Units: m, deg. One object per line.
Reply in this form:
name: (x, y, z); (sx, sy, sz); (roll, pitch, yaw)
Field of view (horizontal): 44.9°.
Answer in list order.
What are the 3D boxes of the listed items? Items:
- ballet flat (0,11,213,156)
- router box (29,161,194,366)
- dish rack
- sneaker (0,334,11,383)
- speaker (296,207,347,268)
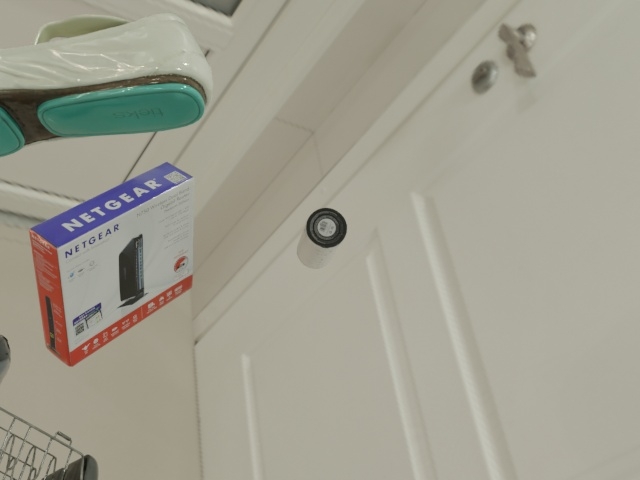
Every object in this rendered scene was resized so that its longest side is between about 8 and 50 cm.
ballet flat: (-0.315, -0.165, 0.816); (0.400, 0.139, 0.139); (-9, 56, -5)
router box: (-0.399, 0.043, 1.539); (0.082, 0.301, 0.335); (30, 43, 25)
dish rack: (-0.415, 0.263, 0.908); (0.271, 0.208, 0.074); (45, 25, -33)
sneaker: (-0.264, 0.151, 0.567); (0.098, 0.223, 0.083); (55, 40, 6)
speaker: (0.000, 0.000, 1.051); (0.055, 0.136, 0.055); (1, 76, -6)
